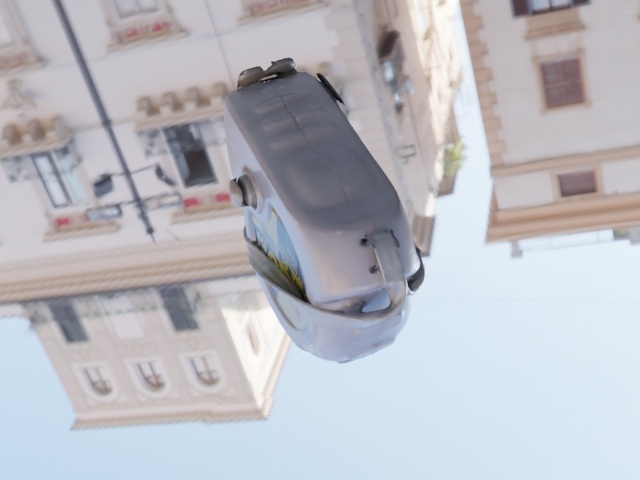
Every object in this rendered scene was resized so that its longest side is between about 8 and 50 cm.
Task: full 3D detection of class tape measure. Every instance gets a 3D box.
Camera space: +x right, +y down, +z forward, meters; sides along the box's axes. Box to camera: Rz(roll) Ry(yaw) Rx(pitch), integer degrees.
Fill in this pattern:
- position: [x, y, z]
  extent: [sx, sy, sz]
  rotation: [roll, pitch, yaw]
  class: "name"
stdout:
- position: [0.000, 0.000, 0.774]
  extent: [0.120, 0.197, 0.236]
  rotation: [-19, -125, -19]
  class: "tape measure"
